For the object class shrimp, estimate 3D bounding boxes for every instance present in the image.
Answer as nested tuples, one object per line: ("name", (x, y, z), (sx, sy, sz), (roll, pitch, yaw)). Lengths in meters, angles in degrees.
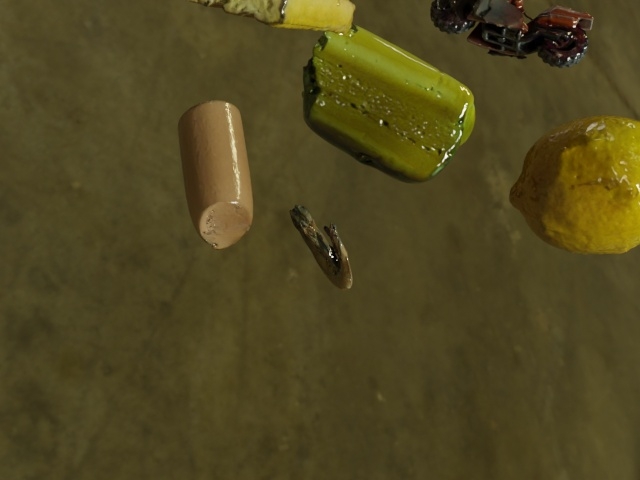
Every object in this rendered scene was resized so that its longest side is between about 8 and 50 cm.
("shrimp", (0.000, 0.000, 2.003), (0.046, 0.152, 0.219), (-27, 66, -15))

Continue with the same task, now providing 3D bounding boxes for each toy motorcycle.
("toy motorcycle", (0.255, -0.301, 1.312), (0.118, 0.212, 0.084), (-62, 163, -19))

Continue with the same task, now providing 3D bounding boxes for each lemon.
("lemon", (0.456, -0.091, 1.658), (0.233, 0.288, 0.233), (-11, 90, -75))

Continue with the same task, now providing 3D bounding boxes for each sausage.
("sausage", (-0.188, -0.120, 1.825), (0.123, 0.123, 0.253), (20, 49, -46))

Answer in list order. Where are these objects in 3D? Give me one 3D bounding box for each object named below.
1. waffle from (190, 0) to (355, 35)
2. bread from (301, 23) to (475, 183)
("waffle", (-0.102, -0.331, 1.337), (0.221, 0.248, 0.055), (-19, 126, -64))
("bread", (0.139, -0.286, 2.151), (0.376, 0.251, 0.208), (28, 12, 1))
